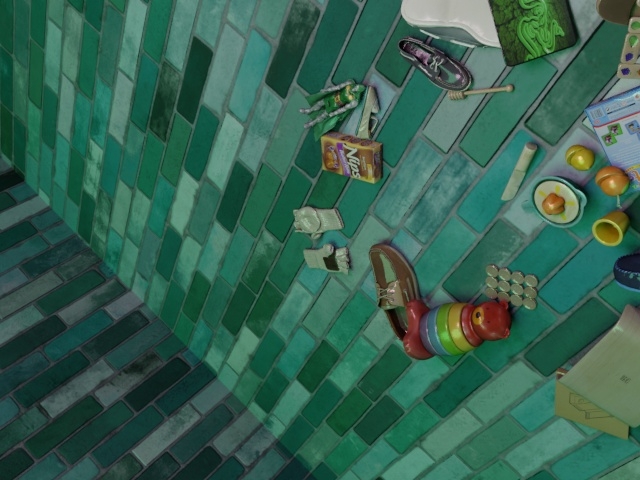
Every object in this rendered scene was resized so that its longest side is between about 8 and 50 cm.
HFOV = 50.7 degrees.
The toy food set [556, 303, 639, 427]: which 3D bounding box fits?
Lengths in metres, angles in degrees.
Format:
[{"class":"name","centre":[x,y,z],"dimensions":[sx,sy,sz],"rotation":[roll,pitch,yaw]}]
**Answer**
[{"class":"toy food set","centre":[0.765,0.317,1.680],"dimensions":[0.219,0.092,0.306],"rotation":[33,133,8]}]

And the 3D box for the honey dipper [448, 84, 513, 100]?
[{"class":"honey dipper","centre":[0.382,-0.354,1.610],"dimensions":[0.160,0.030,0.031],"rotation":[5,120,38]}]

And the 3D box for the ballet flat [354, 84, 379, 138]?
[{"class":"ballet flat","centre":[0.135,-0.348,1.836],"dimensions":[0.052,0.057,0.168],"rotation":[14,136,1]}]

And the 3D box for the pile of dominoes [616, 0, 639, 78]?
[{"class":"pile of dominoes","centre":[0.690,-0.377,1.223],"dimensions":[0.251,0.040,0.196],"rotation":[5,124,11]}]

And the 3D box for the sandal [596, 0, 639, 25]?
[{"class":"sandal","centre":[0.639,-0.429,1.276],"dimensions":[0.240,0.079,0.088],"rotation":[18,125,3]}]

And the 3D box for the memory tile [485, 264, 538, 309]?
[{"class":"memory tile","centre":[0.517,0.126,1.832],"dimensions":[0.148,0.012,0.113],"rotation":[15,127,35]}]

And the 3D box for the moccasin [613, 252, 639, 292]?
[{"class":"moccasin","centre":[0.801,0.035,1.430],"dimensions":[0.341,0.138,0.117],"rotation":[-6,125,31]}]

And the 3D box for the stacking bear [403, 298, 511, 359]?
[{"class":"stacking bear","centre":[0.401,0.243,1.914],"dimensions":[0.289,0.176,0.164],"rotation":[-18,142,41]}]

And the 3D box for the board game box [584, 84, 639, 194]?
[{"class":"board game box","centre":[0.678,-0.215,1.424],"dimensions":[0.160,0.039,0.212],"rotation":[-19,103,48]}]

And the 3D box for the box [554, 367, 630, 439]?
[{"class":"box","centre":[0.740,0.443,1.840],"dimensions":[0.201,0.021,0.165],"rotation":[14,126,37]}]

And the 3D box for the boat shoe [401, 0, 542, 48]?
[{"class":"boat shoe","centre":[0.342,-0.493,1.518],"dimensions":[0.319,0.099,0.116],"rotation":[17,93,19]}]

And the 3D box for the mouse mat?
[{"class":"mouse mat","centre":[0.440,-0.478,1.418],"dimensions":[0.152,0.007,0.190],"rotation":[-16,102,17]}]

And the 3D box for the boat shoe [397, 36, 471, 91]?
[{"class":"boat shoe","centre":[0.268,-0.423,1.624],"dimensions":[0.206,0.065,0.075],"rotation":[40,112,17]}]

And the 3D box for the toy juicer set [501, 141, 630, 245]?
[{"class":"toy juicer set","centre":[0.544,-0.123,1.546],"dimensions":[0.329,0.089,0.209],"rotation":[25,138,39]}]

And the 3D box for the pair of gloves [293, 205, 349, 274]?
[{"class":"pair of gloves","centre":[0.000,0.000,2.201],"dimensions":[0.204,0.042,0.240],"rotation":[6,121,40]}]

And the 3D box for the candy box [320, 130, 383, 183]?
[{"class":"candy box","centre":[0.090,-0.241,1.941],"dimensions":[0.186,0.053,0.109],"rotation":[18,128,32]}]

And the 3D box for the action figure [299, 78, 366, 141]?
[{"class":"action figure","centre":[0.038,-0.383,1.878],"dimensions":[0.232,0.063,0.137],"rotation":[-22,82,43]}]

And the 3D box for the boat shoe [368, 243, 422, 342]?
[{"class":"boat shoe","centre":[0.228,0.163,2.045],"dimensions":[0.123,0.116,0.324],"rotation":[-15,106,47]}]
